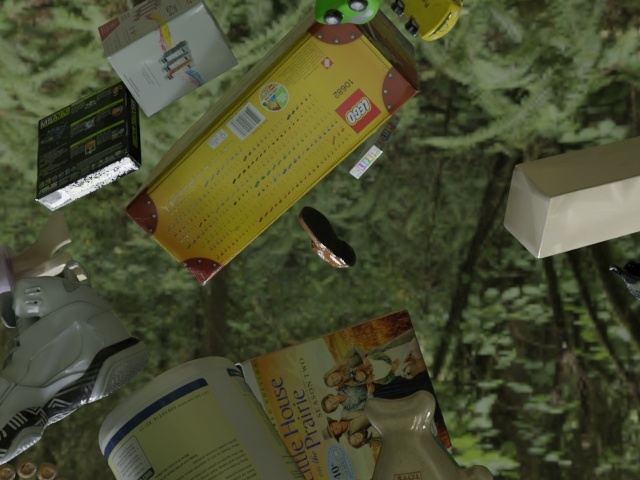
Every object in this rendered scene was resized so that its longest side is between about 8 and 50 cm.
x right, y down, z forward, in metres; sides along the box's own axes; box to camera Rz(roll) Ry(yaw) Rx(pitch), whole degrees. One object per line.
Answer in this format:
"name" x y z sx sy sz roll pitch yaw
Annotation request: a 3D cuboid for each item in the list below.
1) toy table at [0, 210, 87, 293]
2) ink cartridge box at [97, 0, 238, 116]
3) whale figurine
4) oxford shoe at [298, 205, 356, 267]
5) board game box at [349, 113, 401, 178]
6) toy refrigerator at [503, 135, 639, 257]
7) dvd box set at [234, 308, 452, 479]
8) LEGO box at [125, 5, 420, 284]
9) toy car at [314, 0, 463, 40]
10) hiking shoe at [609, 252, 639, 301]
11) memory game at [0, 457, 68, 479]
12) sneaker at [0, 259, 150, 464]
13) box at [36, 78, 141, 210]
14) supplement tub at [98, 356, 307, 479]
"toy table" -0.605 0.076 1.974 0.161 0.252 0.274 -16 -175 -10
"ink cartridge box" -0.245 -0.315 1.466 0.176 0.128 0.127 -30 129 1
"whale figurine" 0.142 0.344 1.311 0.216 0.272 0.141 -13 -177 16
"oxford shoe" 0.000 0.000 2.270 0.076 0.076 0.212 -12 130 38
"board game box" 0.128 -0.221 2.107 0.026 0.154 0.103 37 131 -6
"toy refrigerator" 0.392 -0.070 1.247 0.269 0.102 0.094 -14 -140 -20
"dvd box set" 0.048 0.328 1.764 0.420 0.307 0.062 -13 173 -36
"LEGO box" -0.076 -0.206 1.612 0.500 0.193 0.372 -41 -166 18
"toy car" 0.084 -0.301 1.035 0.053 0.239 0.225 22 155 -37
"hiking shoe" 0.582 0.037 1.481 0.114 0.086 0.227 37 140 -12
"memory game" -0.557 0.500 1.702 0.186 0.186 0.012 5 177 -25
"sneaker" -0.442 0.182 1.315 0.366 0.210 0.137 -32 -175 -35
"box" -0.390 -0.163 1.525 0.191 0.184 0.045 -24 141 16
"supplement tub" -0.150 0.360 1.318 0.235 0.325 0.235 -30 159 -13
